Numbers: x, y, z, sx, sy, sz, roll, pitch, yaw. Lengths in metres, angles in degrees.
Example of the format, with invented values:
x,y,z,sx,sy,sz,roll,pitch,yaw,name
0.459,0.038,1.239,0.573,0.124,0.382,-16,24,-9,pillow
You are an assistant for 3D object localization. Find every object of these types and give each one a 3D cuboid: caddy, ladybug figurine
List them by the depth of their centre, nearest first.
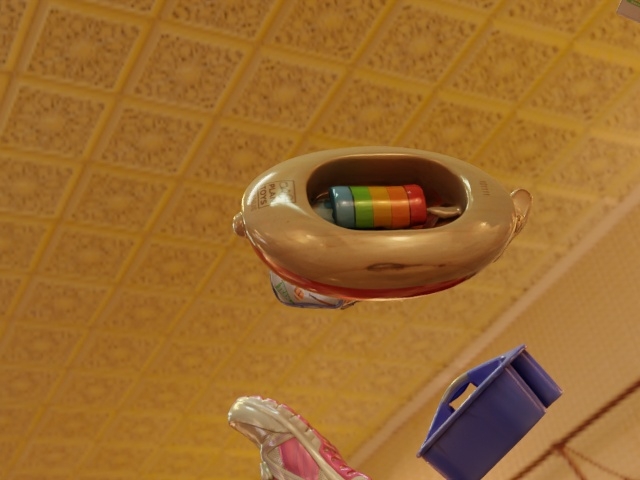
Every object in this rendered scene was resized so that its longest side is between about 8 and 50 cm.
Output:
x,y,z,sx,sy,sz,roll,pitch,yaw,name
0.084,-0.016,1.787,0.449,0.305,0.162,1,-48,-6,ladybug figurine
0.337,0.359,2.323,0.341,0.179,0.241,-53,-15,28,caddy

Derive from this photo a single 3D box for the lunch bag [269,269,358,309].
x,y,z,sx,sy,sz,roll,pitch,yaw,name
0.000,0.000,2.312,0.243,0.304,0.115,-2,8,45,lunch bag

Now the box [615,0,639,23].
x,y,z,sx,sy,sz,roll,pitch,yaw,name
0.566,-0.371,1.681,0.203,0.114,0.103,26,-24,8,box

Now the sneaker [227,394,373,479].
x,y,z,sx,sy,sz,roll,pitch,yaw,name
-0.019,0.255,1.144,0.111,0.252,0.103,-48,-34,-7,sneaker

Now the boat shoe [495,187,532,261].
x,y,z,sx,sy,sz,roll,pitch,yaw,name
0.371,-0.034,2.208,0.063,0.170,0.059,29,-13,8,boat shoe
